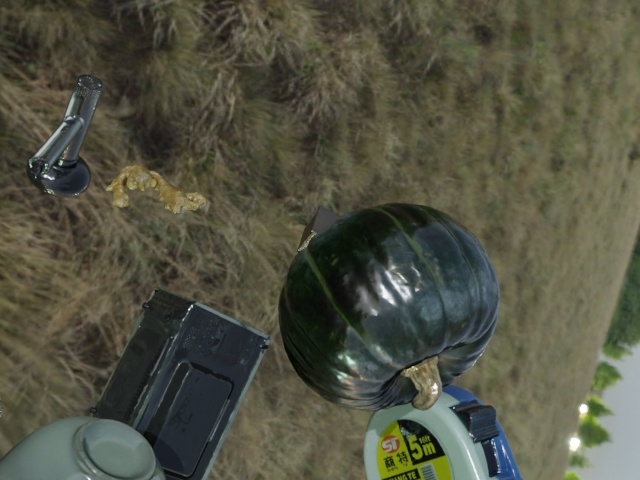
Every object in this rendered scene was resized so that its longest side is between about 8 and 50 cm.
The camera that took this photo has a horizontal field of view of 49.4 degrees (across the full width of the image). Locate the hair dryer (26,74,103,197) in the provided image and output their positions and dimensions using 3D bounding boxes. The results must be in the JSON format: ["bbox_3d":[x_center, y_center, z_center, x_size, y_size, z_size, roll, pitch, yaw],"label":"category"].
[{"bbox_3d":[-0.639,-0.211,1.636,0.284,0.156,0.320,-53,180,-44],"label":"hair dryer"}]

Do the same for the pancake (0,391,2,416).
[{"bbox_3d":[-0.762,0.342,1.423,0.212,0.257,0.056,-30,138,-7],"label":"pancake"}]

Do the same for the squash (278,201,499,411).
[{"bbox_3d":[0.065,0.065,0.649,0.218,0.172,0.218,-31,138,-33],"label":"squash"}]

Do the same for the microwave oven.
[{"bbox_3d":[-0.310,0.296,1.433,0.218,0.286,0.354,30,79,-27],"label":"microwave oven"}]

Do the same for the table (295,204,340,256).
[{"bbox_3d":[0.000,0.000,1.316,0.082,0.070,0.083,-51,-166,35],"label":"table"}]

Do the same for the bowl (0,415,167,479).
[{"bbox_3d":[-0.345,0.369,1.068,0.146,0.289,0.289,-56,161,15],"label":"bowl"}]

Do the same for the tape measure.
[{"bbox_3d":[0.116,0.331,0.947,0.098,0.351,0.215,0,63,-41],"label":"tape measure"}]

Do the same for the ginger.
[{"bbox_3d":[-0.367,-0.115,1.542,0.193,0.176,0.052,-14,146,-32],"label":"ginger"}]
